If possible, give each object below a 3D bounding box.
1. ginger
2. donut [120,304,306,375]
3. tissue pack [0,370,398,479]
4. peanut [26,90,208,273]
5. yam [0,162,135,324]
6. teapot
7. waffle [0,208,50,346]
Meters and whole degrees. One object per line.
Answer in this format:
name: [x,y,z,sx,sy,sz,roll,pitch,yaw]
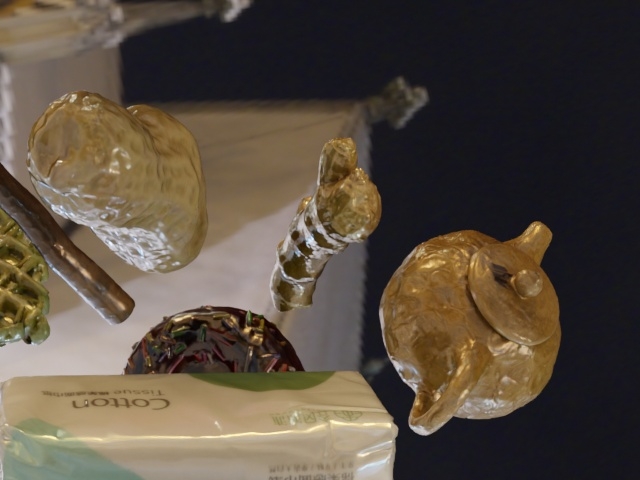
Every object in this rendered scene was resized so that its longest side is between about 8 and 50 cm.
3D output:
ginger: [-0.003,0.000,1.796,0.299,0.065,0.118,121,-40,-54]
donut: [-0.130,0.184,1.817,0.235,0.089,0.235,-2,-105,6]
tissue pack: [-0.121,0.263,1.418,0.194,0.356,0.266,-130,-139,-71]
peanut: [-0.201,-0.070,1.593,0.143,0.291,0.159,-4,-108,17]
yam: [-0.326,-0.022,1.765,0.045,0.045,0.327,6,-37,50]
teapot: [0.176,0.084,1.660,0.203,0.311,0.167,41,-45,-6]
waffle: [-0.505,0.038,2.019,0.297,0.317,0.073,63,-37,38]
